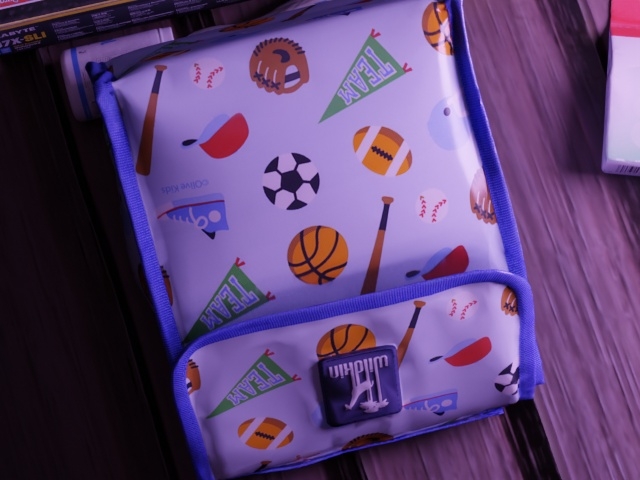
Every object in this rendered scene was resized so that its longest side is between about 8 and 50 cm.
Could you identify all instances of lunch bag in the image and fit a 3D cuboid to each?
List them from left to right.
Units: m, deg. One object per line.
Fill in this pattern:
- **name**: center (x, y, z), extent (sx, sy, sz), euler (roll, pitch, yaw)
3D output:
- **lunch bag**: center (0.000, 0.000, 1.645), extent (0.328, 0.239, 0.385), euler (-14, 102, -4)

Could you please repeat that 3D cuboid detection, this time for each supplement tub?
- **supplement tub**: center (-0.183, -0.154, 1.769), extent (0.107, 0.071, 0.071), euler (-14, 77, -3)

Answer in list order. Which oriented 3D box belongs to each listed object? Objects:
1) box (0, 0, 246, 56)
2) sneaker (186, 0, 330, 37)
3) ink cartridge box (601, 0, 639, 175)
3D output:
- **box**: center (-0.195, -0.328, 1.772), extent (0.322, 0.079, 0.257), euler (-12, 75, -2)
- **sneaker**: center (-0.014, -0.187, 1.778), extent (0.237, 0.085, 0.086), euler (-21, 110, -10)
- **ink cartridge box**: center (0.358, -0.166, 1.775), extent (0.181, 0.056, 0.224), euler (5, 79, 2)
